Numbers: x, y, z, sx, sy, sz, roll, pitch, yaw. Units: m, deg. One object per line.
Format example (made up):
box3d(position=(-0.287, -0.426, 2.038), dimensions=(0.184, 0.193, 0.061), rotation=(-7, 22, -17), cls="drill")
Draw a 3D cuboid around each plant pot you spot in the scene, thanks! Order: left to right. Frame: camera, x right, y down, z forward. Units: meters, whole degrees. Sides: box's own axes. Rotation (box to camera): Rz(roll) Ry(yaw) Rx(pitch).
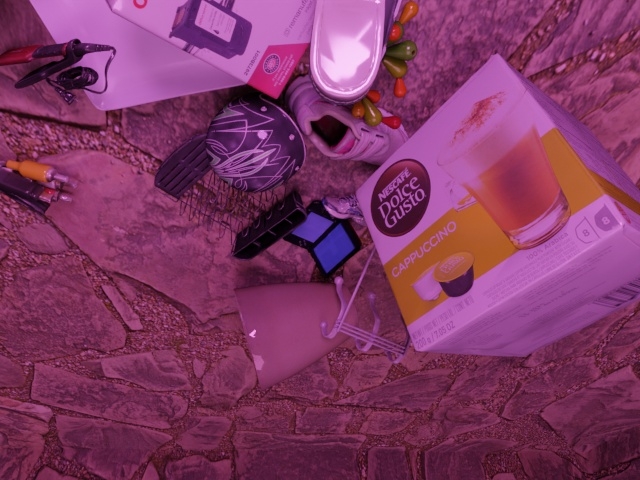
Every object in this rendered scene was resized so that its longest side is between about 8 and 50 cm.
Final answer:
box3d(position=(-0.052, 0.208, 1.159), dimensions=(0.273, 0.257, 0.257), rotation=(-15, 140, -12), cls="plant pot")

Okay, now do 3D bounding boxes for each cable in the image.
box3d(position=(-0.610, -0.136, 0.863), dimensions=(0.287, 0.072, 0.139), rotation=(26, 149, -14), cls="cable")

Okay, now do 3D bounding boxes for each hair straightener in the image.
box3d(position=(-0.377, -0.249, 0.682), dimensions=(0.230, 0.047, 0.089), rotation=(1, 139, 26), cls="hair straightener")

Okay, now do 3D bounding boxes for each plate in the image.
box3d(position=(-0.255, -0.333, 0.655), dimensions=(0.277, 0.045, 0.278), rotation=(-9, 138, 6), cls="plate")

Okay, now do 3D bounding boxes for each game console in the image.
box3d(position=(0.000, 0.000, 1.022), dimensions=(0.124, 0.085, 0.144), rotation=(23, 131, -28), cls="game console")

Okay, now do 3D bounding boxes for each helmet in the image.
box3d(position=(-0.104, -0.158, 0.757), dimensions=(0.169, 0.162, 0.170), rotation=(3, 124, 4), cls="helmet")

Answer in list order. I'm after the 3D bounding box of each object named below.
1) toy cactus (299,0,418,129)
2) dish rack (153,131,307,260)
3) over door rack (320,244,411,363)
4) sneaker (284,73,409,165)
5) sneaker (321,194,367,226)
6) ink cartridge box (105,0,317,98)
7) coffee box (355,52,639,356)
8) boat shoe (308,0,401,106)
box3d(position=(0.053, -0.276, 0.697), dimensions=(0.180, 0.112, 0.219), rotation=(7, 132, 15), cls="toy cactus")
box3d(position=(-0.185, -0.084, 0.921), dimensions=(0.208, 0.074, 0.271), rotation=(-34, 130, 28), cls="dish rack")
box3d(position=(0.165, 0.112, 1.097), dimensions=(0.239, 0.108, 0.325), rotation=(26, 97, -30), cls="over door rack")
box3d(position=(0.052, -0.180, 0.802), dimensions=(0.252, 0.111, 0.103), rotation=(18, 134, -24), cls="sneaker")
box3d(position=(0.065, -0.077, 0.975), dimensions=(0.135, 0.052, 0.058), rotation=(14, 126, -30), cls="sneaker")
box3d(position=(-0.120, -0.314, 0.574), dimensions=(0.237, 0.100, 0.172), rotation=(16, 118, -42), cls="ink cartridge box")
box3d(position=(0.322, -0.027, 0.788), dimensions=(0.337, 0.335, 0.337), rotation=(13, 137, -38), cls="coffee box")
box3d(position=(0.051, -0.322, 0.569), dimensions=(0.116, 0.320, 0.099), rotation=(12, -179, 2), cls="boat shoe")
